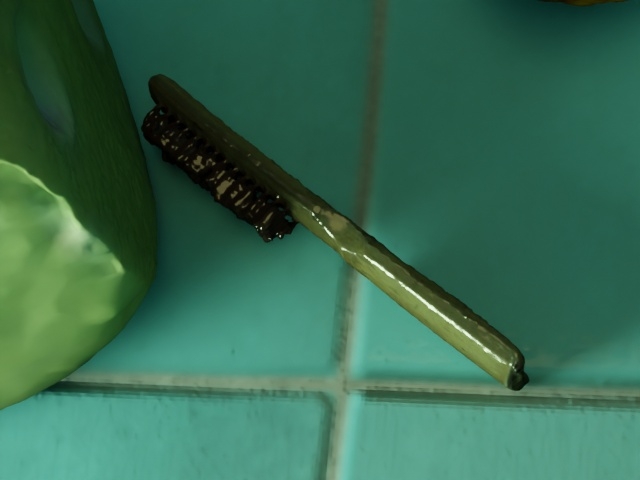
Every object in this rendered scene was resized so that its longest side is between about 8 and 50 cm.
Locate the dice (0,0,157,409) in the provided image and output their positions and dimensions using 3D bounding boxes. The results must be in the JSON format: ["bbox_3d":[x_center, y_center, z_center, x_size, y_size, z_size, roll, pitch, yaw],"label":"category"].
[{"bbox_3d":[-0.230,-0.054,0.728,0.252,0.250,0.254,-21,67,5],"label":"dice"}]

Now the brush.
[{"bbox_3d":[0.000,0.000,0.770,0.248,0.043,0.036,38,89,22],"label":"brush"}]

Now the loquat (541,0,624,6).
[{"bbox_3d":[0.124,-0.178,0.772,0.137,0.113,0.137,-13,66,32],"label":"loquat"}]
